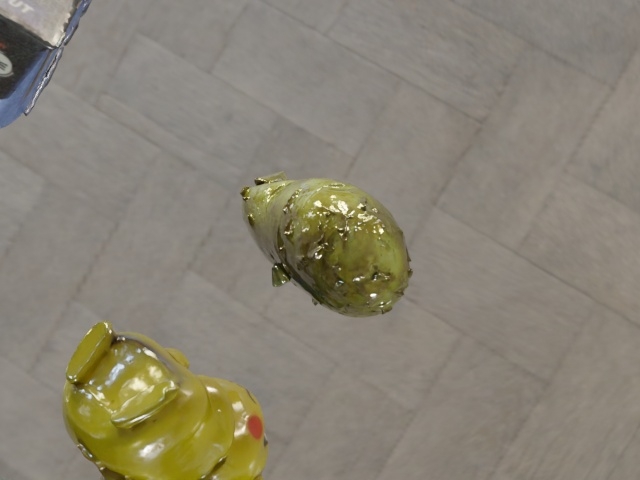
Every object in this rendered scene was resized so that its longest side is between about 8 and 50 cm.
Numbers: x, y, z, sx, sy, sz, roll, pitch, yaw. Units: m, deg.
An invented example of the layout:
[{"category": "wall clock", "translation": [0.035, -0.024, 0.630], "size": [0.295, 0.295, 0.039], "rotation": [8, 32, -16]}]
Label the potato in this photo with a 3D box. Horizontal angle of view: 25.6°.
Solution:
[{"category": "potato", "translation": [0.000, 0.000, 1.160], "size": [0.090, 0.225, 0.117], "rotation": [-27, 114, -19]}]

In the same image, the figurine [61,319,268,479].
[{"category": "figurine", "translation": [-0.153, 0.225, 1.565], "size": [0.169, 0.327, 0.218], "rotation": [-51, 52, 2]}]

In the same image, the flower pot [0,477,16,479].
[{"category": "flower pot", "translation": [-0.368, 0.302, 1.461], "size": [0.229, 0.108, 0.103], "rotation": [29, 132, 11]}]

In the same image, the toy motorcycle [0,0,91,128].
[{"category": "toy motorcycle", "translation": [-0.169, -0.224, 0.890], "size": [0.125, 0.213, 0.358], "rotation": [31, 52, -20]}]
